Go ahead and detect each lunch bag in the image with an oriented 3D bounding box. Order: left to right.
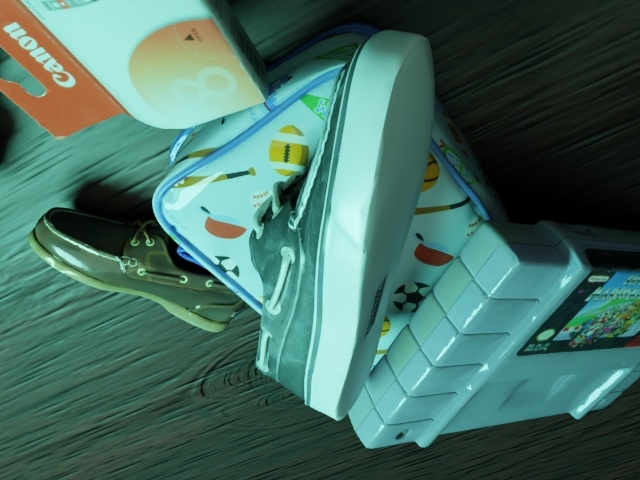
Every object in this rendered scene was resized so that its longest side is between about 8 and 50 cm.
[{"bbox_3d":[0.016,-0.018,0.549,0.243,0.114,0.303,-30,122,22],"label":"lunch bag"}]

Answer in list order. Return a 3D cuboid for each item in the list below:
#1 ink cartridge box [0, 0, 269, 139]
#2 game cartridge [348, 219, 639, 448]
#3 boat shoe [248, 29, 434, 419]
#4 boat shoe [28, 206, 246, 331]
[{"bbox_3d":[-0.144,-0.120,0.408,0.179,0.045,0.145,-18,147,13],"label":"ink cartridge box"},{"bbox_3d":[0.220,0.088,0.577,0.355,0.068,0.230,4,135,-35],"label":"game cartridge"},{"bbox_3d":[0.000,0.000,0.433,0.102,0.108,0.301,22,134,16],"label":"boat shoe"},{"bbox_3d":[-0.157,0.015,0.597,0.207,0.073,0.073,25,121,-26],"label":"boat shoe"}]
